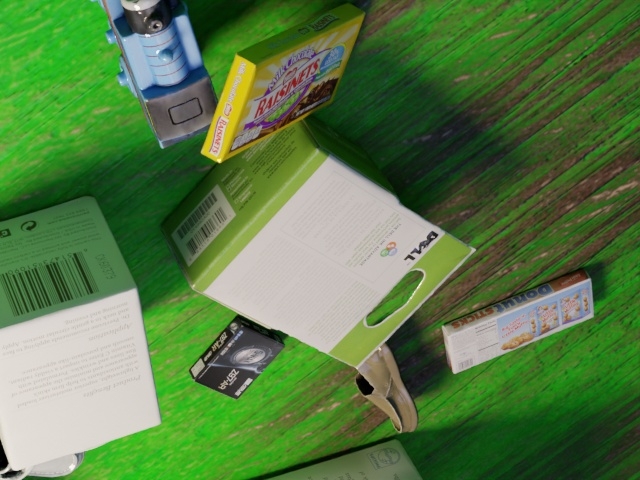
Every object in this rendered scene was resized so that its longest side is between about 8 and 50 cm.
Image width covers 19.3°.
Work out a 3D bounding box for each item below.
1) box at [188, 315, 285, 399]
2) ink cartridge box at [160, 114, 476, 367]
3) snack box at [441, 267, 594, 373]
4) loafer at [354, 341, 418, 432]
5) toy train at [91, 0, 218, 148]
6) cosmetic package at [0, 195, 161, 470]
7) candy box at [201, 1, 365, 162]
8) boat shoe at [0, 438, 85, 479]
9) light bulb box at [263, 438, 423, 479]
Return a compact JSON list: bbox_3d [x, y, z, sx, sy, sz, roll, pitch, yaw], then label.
[{"bbox_3d":[-0.088,0.124,1.988,0.067,0.018,0.083,29,110,-40],"label":"box"},{"bbox_3d":[0.000,0.000,1.877,0.189,0.097,0.255,-47,134,14],"label":"ink cartridge box"},{"bbox_3d":[0.223,0.091,2.119,0.178,0.022,0.064,-21,133,-10],"label":"snack box"},{"bbox_3d":[0.066,0.159,2.076,0.050,0.056,0.148,-26,124,-5],"label":"loafer"},{"bbox_3d":[-0.144,-0.174,1.648,0.080,0.105,0.184,-24,134,-8],"label":"toy train"},{"bbox_3d":[-0.251,0.087,1.779,0.151,0.151,0.183,-16,132,-14],"label":"cosmetic package"},{"bbox_3d":[-0.031,-0.145,1.708,0.206,0.027,0.105,-34,149,-54],"label":"candy box"},{"bbox_3d":[-0.326,0.207,1.889,0.227,0.081,0.079,25,113,-39],"label":"boat shoe"},{"bbox_3d":[-0.034,0.466,2.159,0.361,0.225,0.358,-15,133,-17],"label":"light bulb box"}]
